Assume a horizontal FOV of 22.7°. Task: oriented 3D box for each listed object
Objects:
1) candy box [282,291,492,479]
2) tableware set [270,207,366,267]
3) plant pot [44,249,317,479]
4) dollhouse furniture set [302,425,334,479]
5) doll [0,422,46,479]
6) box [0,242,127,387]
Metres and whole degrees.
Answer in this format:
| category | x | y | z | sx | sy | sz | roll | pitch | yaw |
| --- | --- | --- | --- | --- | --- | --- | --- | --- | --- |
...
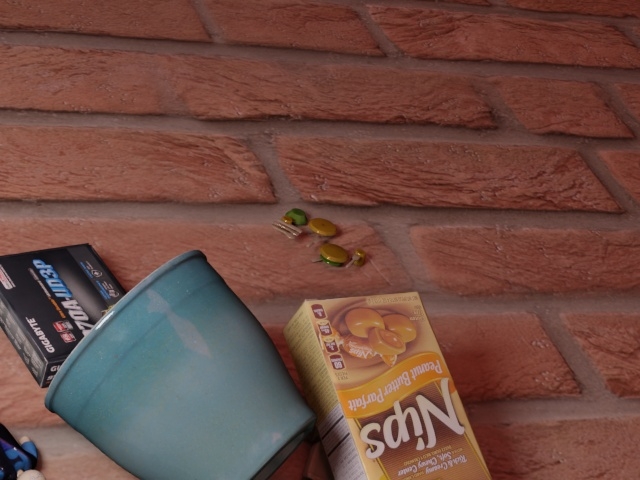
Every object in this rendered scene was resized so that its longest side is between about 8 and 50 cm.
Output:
| category | x | y | z | sx | sy | sz | roll | pitch | yaw |
| --- | --- | --- | --- | --- | --- | --- | --- | --- | --- |
| candy box | 0.089 | 0.225 | 2.083 | 0.183 | 0.087 | 0.316 | -4 | 59 | -30 |
| tableware set | 0.000 | 0.000 | 2.506 | 0.154 | 0.024 | 0.104 | 27 | 31 | 14 |
| plant pot | -0.153 | 0.196 | 1.952 | 0.255 | 0.271 | 0.272 | 44 | 38 | 10 |
| dollhouse furniture set | 0.022 | 0.279 | 2.114 | 0.076 | 0.058 | 0.151 | 24 | 52 | -6 |
| doll | -0.402 | 0.249 | 1.924 | 0.189 | 0.046 | 0.129 | 40 | 29 | 19 |
| box | -0.346 | 0.097 | 2.165 | 0.175 | 0.051 | 0.220 | -9 | 43 | -36 |
